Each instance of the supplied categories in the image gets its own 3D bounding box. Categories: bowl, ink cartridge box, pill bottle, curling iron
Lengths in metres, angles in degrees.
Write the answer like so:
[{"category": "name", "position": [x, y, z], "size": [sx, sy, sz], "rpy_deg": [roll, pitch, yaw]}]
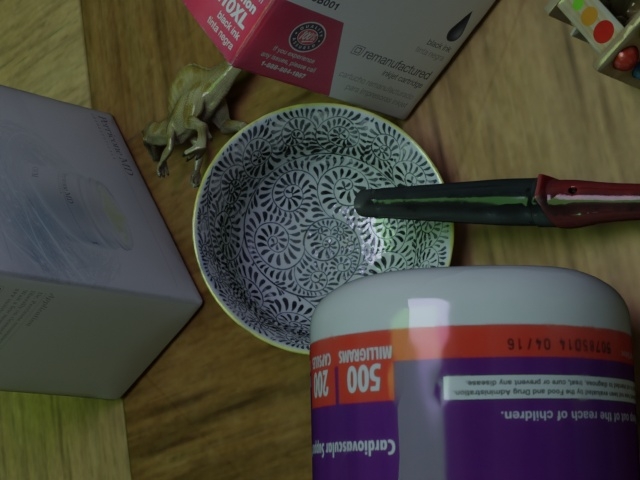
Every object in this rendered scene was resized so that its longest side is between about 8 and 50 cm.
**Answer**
[{"category": "bowl", "position": [0.000, 0.000, 0.875], "size": [0.080, 0.170, 0.170], "rpy_deg": [104, 163, -76]}, {"category": "ink cartridge box", "position": [0.045, -0.211, 0.824], "size": [0.237, 0.172, 0.100], "rpy_deg": [-53, 52, 23]}, {"category": "pill bottle", "position": [0.086, 0.182, 0.710], "size": [0.181, 0.181, 0.323], "rpy_deg": [-12, 75, 42]}, {"category": "curling iron", "position": [0.137, -0.018, 0.757], "size": [0.274, 0.068, 0.035], "rpy_deg": [8, 123, 33]}]

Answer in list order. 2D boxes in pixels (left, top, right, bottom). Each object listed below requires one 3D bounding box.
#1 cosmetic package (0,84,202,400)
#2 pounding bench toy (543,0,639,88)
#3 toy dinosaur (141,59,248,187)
[{"category": "cosmetic package", "position": [-0.249, -0.005, 1.032], "size": [0.138, 0.225, 0.224], "rpy_deg": [-47, 54, 25]}, {"category": "pounding bench toy", "position": [0.188, -0.140, 0.759], "size": [0.083, 0.052, 0.065], "rpy_deg": [-50, 53, 25]}, {"category": "toy dinosaur", "position": [-0.091, -0.104, 1.019], "size": [0.183, 0.053, 0.092], "rpy_deg": [-38, 57, 33]}]
